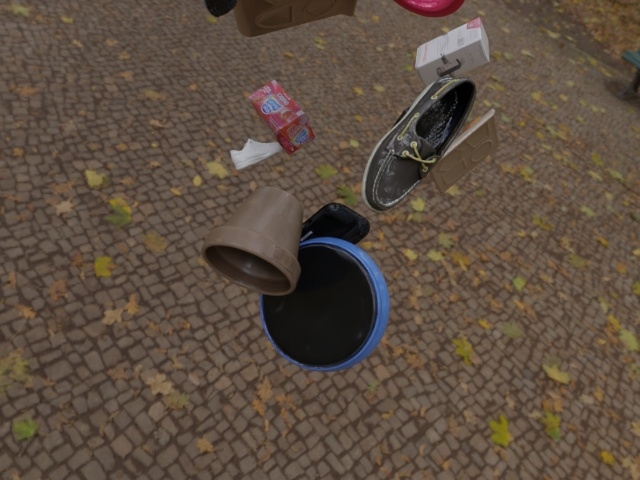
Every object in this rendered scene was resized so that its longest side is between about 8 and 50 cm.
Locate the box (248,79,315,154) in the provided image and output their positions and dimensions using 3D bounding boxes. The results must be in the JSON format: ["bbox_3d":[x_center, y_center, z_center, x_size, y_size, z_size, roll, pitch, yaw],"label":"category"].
[{"bbox_3d":[-0.140,-0.442,1.844,0.122,0.128,0.257,-34,53,-3],"label":"box"}]

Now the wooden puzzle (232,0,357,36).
[{"bbox_3d":[-0.069,-0.672,1.377,0.347,0.322,0.081,-11,88,-3],"label":"wooden puzzle"}]

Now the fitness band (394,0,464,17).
[{"bbox_3d":[0.217,-0.577,1.079,0.208,0.291,0.055,12,79,11],"label":"fitness band"}]

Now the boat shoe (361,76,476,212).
[{"bbox_3d":[0.139,-0.139,0.731,0.081,0.228,0.068,35,-6,-19],"label":"boat shoe"}]

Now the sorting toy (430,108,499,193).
[{"bbox_3d":[0.346,-0.213,1.248,0.038,0.193,0.208,53,7,23],"label":"sorting toy"}]

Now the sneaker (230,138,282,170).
[{"bbox_3d":[-0.231,-0.338,1.900,0.212,0.080,0.094,-28,96,-21],"label":"sneaker"}]

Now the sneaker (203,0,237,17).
[{"bbox_3d":[-0.246,-0.581,1.110,0.083,0.221,0.087,-30,64,-1],"label":"sneaker"}]

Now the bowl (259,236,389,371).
[{"bbox_3d":[0.002,0.184,1.484,0.391,0.391,0.077,42,10,18],"label":"bowl"}]

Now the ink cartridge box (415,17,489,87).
[{"bbox_3d":[0.428,-0.606,1.673,0.092,0.217,0.159,52,36,-34],"label":"ink cartridge box"}]

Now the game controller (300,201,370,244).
[{"bbox_3d":[0.000,0.000,1.578,0.166,0.319,0.067,36,39,-20],"label":"game controller"}]

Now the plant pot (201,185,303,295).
[{"bbox_3d":[-0.150,-0.014,1.365,0.262,0.263,0.230,24,64,-2],"label":"plant pot"}]

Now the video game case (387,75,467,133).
[{"bbox_3d":[0.391,-0.481,1.906,0.274,0.248,0.035,-30,85,-12],"label":"video game case"}]
